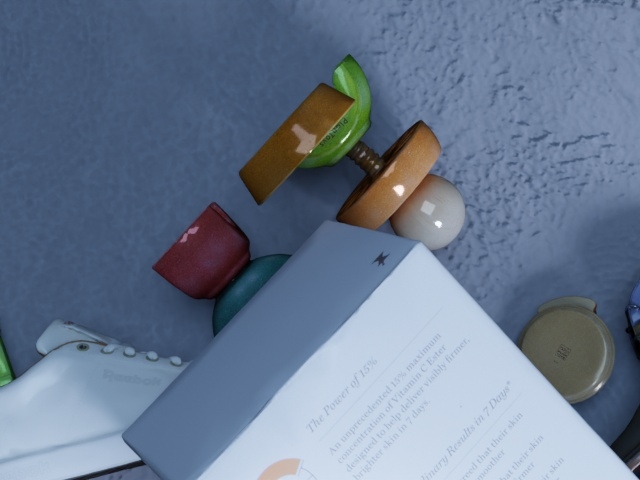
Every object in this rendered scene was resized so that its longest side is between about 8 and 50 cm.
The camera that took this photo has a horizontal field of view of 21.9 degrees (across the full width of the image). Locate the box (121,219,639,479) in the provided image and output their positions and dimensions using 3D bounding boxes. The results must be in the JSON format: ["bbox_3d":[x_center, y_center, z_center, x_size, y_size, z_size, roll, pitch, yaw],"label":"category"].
[{"bbox_3d":[0.072,0.184,1.117,0.215,0.168,0.345,-46,108,-10],"label":"box"}]

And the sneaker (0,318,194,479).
[{"bbox_3d":[-0.138,0.104,1.211,0.290,0.106,0.123,-12,79,-3],"label":"sneaker"}]

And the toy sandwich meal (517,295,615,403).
[{"bbox_3d":[0.190,0.086,1.279,0.085,0.029,0.086,-5,77,21],"label":"toy sandwich meal"}]

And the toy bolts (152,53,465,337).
[{"bbox_3d":[0.000,0.000,1.235,0.158,0.218,0.228,43,98,-3],"label":"toy bolts"}]

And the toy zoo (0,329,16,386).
[{"bbox_3d":[-0.291,0.221,1.251,0.192,0.030,0.293,-21,77,-5],"label":"toy zoo"}]

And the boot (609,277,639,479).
[{"bbox_3d":[0.257,0.094,1.266,0.106,0.082,0.219,38,72,23],"label":"boot"}]
